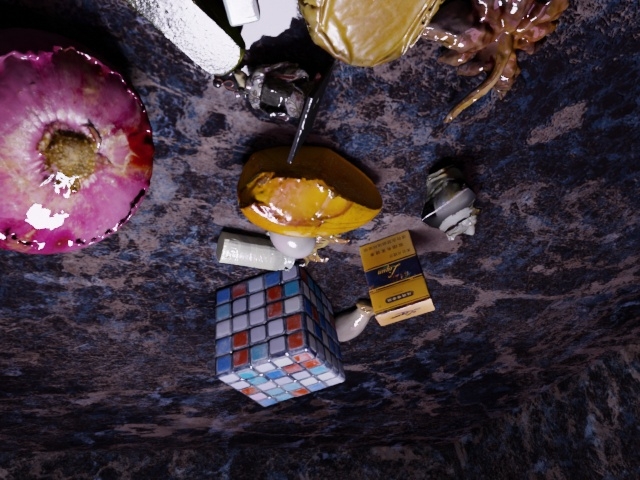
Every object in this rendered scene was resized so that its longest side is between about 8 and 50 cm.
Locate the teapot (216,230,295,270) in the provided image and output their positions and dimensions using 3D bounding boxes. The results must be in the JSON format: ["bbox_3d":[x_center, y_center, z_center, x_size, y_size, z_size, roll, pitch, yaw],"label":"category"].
[{"bbox_3d":[-0.163,0.017,1.288,0.200,0.077,0.107,11,107,-24],"label":"teapot"}]

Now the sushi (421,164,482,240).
[{"bbox_3d":[0.335,-0.094,1.246,0.134,0.109,0.273,-33,151,21],"label":"sushi"}]

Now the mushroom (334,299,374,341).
[{"bbox_3d":[0.104,0.275,1.661,0.097,0.088,0.212,43,118,-8],"label":"mushroom"}]

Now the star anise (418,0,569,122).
[{"bbox_3d":[0.318,-0.367,0.878,0.350,0.109,0.292,-34,131,29],"label":"star anise"}]

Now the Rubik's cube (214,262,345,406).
[{"bbox_3d":[-0.122,0.286,1.459,0.292,0.293,0.287,-19,141,14],"label":"Rubik's cube"}]

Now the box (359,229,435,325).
[{"bbox_3d":[0.204,0.099,1.335,0.152,0.237,0.070,-19,138,12],"label":"box"}]

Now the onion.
[{"bbox_3d":[-0.476,-0.165,0.811,0.345,0.358,0.358,29,146,19],"label":"onion"}]

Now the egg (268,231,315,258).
[{"bbox_3d":[-0.072,-0.013,1.237,0.103,0.103,0.135,-33,116,27],"label":"egg"}]

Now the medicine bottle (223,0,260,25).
[{"bbox_3d":[-0.131,-0.404,0.755,0.055,0.074,0.118,-11,141,2],"label":"medicine bottle"}]

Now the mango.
[{"bbox_3d":[-0.014,-0.104,1.094,0.350,0.201,0.199,7,176,-33],"label":"mango"}]

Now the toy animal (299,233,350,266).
[{"bbox_3d":[0.000,0.000,1.320,0.099,0.056,0.241,26,132,-28],"label":"toy animal"}]

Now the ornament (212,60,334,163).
[{"bbox_3d":[-0.098,-0.283,0.921,0.196,0.153,0.166,23,135,-3],"label":"ornament"}]

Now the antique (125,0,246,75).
[{"bbox_3d":[-0.215,-0.363,0.787,0.081,0.080,0.221,-28,140,23],"label":"antique"}]

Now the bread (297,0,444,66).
[{"bbox_3d":[0.082,-0.408,0.748,0.227,0.142,0.253,17,132,-28],"label":"bread"}]
